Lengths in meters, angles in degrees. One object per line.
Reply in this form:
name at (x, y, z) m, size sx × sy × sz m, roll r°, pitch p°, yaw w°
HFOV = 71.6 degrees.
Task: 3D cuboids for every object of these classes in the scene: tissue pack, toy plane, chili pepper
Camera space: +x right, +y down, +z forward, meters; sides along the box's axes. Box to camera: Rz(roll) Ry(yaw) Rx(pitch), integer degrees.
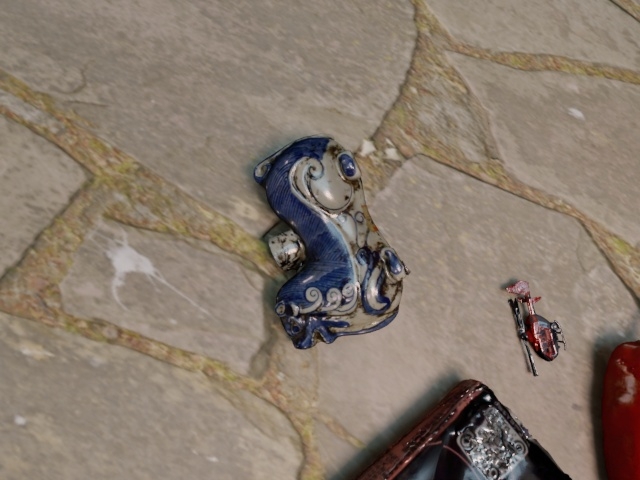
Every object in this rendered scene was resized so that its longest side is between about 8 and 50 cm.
tissue pack at (0.161, 0.370, 0.567) m, size 0.332 × 0.123 × 0.245 m, roll -36°, pitch 80°, yaw -18°
toy plane at (0.334, 0.132, 0.690) m, size 0.060 × 0.037 × 0.145 m, roll -15°, pitch 85°, yaw -2°
chili pepper at (0.489, 0.216, 0.645) m, size 0.131 × 0.134 × 0.338 m, roll 5°, pitch 80°, yaw 15°

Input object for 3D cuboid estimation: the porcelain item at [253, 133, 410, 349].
porcelain item at (0.000, 0.000, 0.624) m, size 0.186 × 0.138 × 0.288 m, roll -23°, pitch 87°, yaw 3°
